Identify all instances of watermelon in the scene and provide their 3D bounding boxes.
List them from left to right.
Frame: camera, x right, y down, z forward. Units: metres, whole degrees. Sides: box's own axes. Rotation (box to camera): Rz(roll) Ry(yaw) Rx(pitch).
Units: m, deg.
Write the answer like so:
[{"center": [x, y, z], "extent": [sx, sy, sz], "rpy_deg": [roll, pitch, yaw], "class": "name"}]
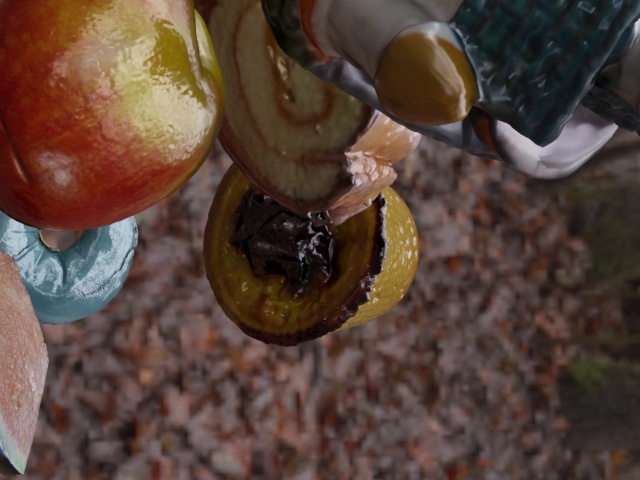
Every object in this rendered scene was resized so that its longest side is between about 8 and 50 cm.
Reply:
[{"center": [-0.326, 0.123, 1.401], "extent": [0.146, 0.128, 0.231], "rpy_deg": [-107, -177, -56], "class": "watermelon"}]

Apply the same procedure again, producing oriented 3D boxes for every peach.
[{"center": [-0.165, -0.106, 1.033], "extent": [0.190, 0.192, 0.190], "rpy_deg": [161, -90, -87], "class": "peach"}]

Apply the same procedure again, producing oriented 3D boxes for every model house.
[{"center": [0.138, -0.104, 0.917], "extent": [0.271, 0.190, 0.301], "rpy_deg": [24, 18, -36], "class": "model house"}]

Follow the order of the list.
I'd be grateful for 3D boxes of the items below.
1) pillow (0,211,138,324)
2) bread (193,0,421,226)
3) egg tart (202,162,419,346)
[{"center": [-0.368, 0.005, 2.088], "extent": [0.233, 0.086, 0.214], "rpy_deg": [41, 88, -21], "class": "pillow"}, {"center": [-0.012, -0.129, 1.278], "extent": [0.123, 0.190, 0.244], "rpy_deg": [-6, 78, -60], "class": "bread"}, {"center": [0.000, 0.000, 1.513], "extent": [0.171, 0.215, 0.215], "rpy_deg": [9, 78, -58], "class": "egg tart"}]
